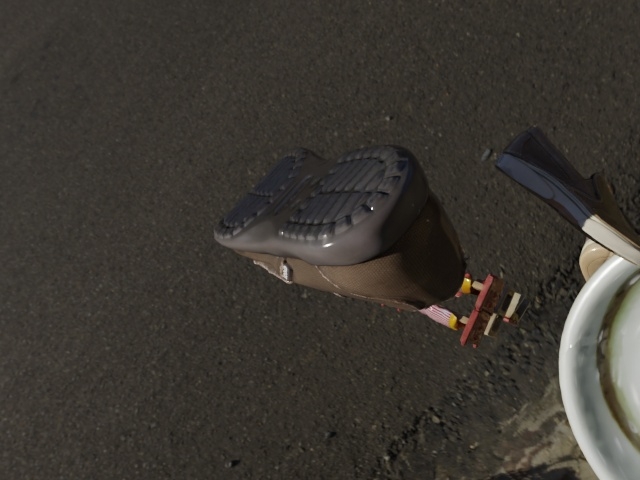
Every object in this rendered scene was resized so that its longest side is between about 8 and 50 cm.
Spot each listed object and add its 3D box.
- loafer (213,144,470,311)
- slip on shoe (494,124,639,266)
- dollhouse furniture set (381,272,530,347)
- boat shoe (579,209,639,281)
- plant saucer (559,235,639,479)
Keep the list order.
[{"bbox_3d":[0.000,0.000,0.514,0.134,0.130,0.366,-47,20,-8],"label":"loafer"},{"bbox_3d":[0.194,-0.032,0.400,0.135,0.051,0.041,41,104,14],"label":"slip on shoe"},{"bbox_3d":[0.325,0.144,1.251,0.201,0.374,0.152,24,90,34],"label":"dollhouse furniture set"},{"bbox_3d":[0.444,0.059,0.791,0.103,0.285,0.092,1,57,40],"label":"boat shoe"},{"bbox_3d":[0.444,0.154,0.513,0.400,0.100,0.400,19,116,44],"label":"plant saucer"}]
